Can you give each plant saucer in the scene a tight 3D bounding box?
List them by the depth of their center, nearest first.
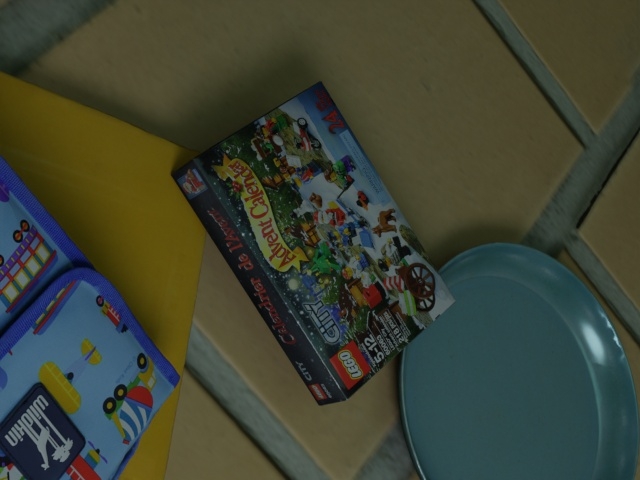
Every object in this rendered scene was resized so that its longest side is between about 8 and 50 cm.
[{"bbox_3d":[0.194,0.160,1.047,0.317,0.043,0.318,11,70,-32],"label":"plant saucer"}]

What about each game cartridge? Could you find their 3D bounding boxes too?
[{"bbox_3d":[-0.243,0.016,0.786,0.323,0.052,0.285,22,64,-31],"label":"game cartridge"}]

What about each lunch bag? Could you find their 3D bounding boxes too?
[{"bbox_3d":[-0.234,0.096,0.674,0.293,0.138,0.221,51,51,-27],"label":"lunch bag"}]

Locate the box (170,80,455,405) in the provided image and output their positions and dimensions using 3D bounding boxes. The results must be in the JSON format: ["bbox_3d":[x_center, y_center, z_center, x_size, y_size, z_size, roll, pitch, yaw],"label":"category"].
[{"bbox_3d":[0.000,0.000,0.907,0.159,0.044,0.233,-37,98,-37],"label":"box"}]
